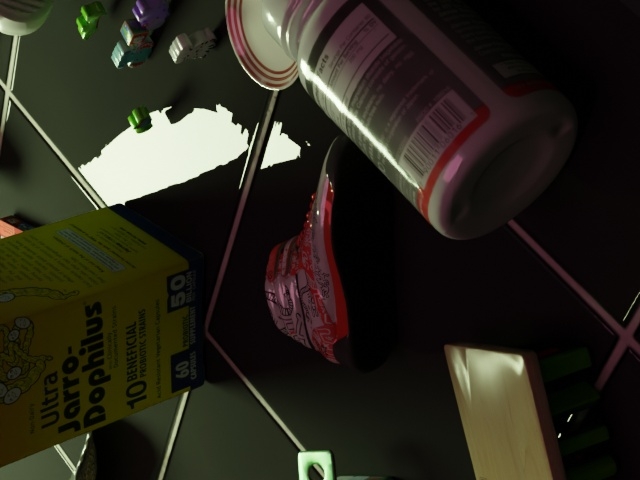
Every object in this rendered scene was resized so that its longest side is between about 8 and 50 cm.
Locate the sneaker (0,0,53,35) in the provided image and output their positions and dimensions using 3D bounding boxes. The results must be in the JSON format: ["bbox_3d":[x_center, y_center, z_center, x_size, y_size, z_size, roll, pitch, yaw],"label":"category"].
[{"bbox_3d":[-0.448,-0.376,2.019,0.366,0.135,0.150,59,152,29],"label":"sneaker"}]

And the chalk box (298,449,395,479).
[{"bbox_3d":[0.014,0.341,1.731,0.132,0.132,0.213,-13,96,54],"label":"chalk box"}]

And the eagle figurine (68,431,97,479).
[{"bbox_3d":[-0.359,0.418,2.255,0.298,0.225,0.226,-34,122,24],"label":"eagle figurine"}]

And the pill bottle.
[{"bbox_3d":[0.082,-0.149,1.385,0.283,0.161,0.161,49,139,28],"label":"pill bottle"}]

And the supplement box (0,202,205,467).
[{"bbox_3d":[-0.339,0.116,1.897,0.195,0.357,0.194,30,129,43],"label":"supplement box"}]

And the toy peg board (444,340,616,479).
[{"bbox_3d":[0.204,0.169,1.464,0.161,0.079,0.161,-1,104,68],"label":"toy peg board"}]

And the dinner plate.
[{"bbox_3d":[-0.055,-0.231,1.649,0.141,0.017,0.141,26,125,44],"label":"dinner plate"}]

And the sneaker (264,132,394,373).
[{"bbox_3d":[-0.001,0.001,1.625,0.145,0.090,0.270,21,125,44],"label":"sneaker"}]

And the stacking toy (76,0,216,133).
[{"bbox_3d":[-0.210,-0.247,1.823,0.167,0.052,0.221,62,145,15],"label":"stacking toy"}]

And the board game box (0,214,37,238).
[{"bbox_3d":[-0.372,0.067,2.200,0.281,0.027,0.145,21,124,46],"label":"board game box"}]
